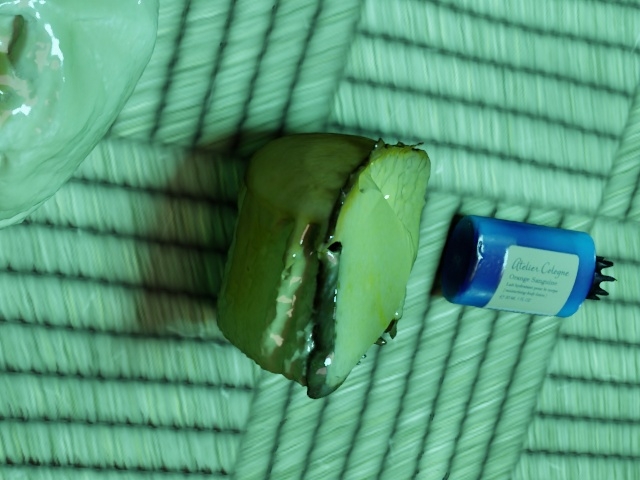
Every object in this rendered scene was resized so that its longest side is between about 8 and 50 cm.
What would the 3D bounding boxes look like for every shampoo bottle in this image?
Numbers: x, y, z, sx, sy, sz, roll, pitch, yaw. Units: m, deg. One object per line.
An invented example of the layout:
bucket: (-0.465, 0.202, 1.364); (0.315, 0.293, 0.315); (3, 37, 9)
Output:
shampoo bottle: (0.201, 0.028, 1.744); (0.183, 0.050, 0.087); (8, 101, -34)

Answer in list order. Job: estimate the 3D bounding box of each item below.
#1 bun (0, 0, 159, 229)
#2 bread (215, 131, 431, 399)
bun: (-0.270, -0.153, 1.285); (0.364, 0.202, 0.364); (-13, 116, -26)
bread: (0.000, 0.000, 1.542); (0.262, 0.162, 0.204); (-25, 130, -73)
